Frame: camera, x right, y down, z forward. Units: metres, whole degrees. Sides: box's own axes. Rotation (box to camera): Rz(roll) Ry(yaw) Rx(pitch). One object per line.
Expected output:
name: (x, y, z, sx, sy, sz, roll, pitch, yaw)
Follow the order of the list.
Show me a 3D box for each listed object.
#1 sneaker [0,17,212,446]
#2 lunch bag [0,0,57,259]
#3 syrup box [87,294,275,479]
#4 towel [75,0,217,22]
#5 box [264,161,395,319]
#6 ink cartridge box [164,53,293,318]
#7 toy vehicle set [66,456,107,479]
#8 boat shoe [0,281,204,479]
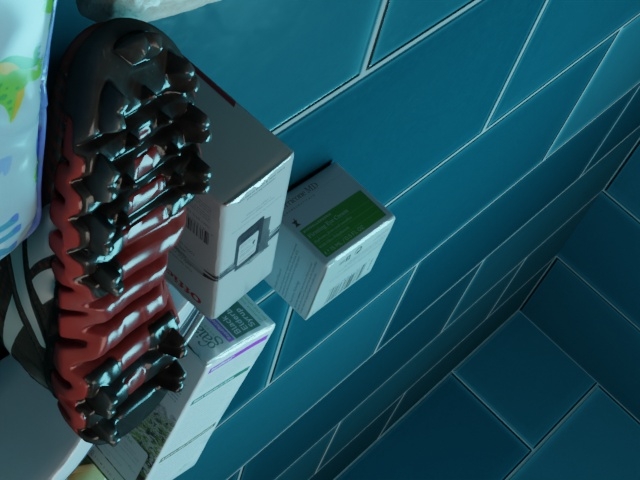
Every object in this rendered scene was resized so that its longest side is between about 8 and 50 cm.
sneaker: (-0.139, -0.009, 0.558, 0.097, 0.135, 0.276, -37, 150, -42)
lunch bag: (-0.196, -0.047, 0.388, 0.176, 0.090, 0.219, -28, 155, -39)
syrup box: (-0.141, 0.136, 0.932, 0.096, 0.093, 0.237, -26, 154, -48)
towel: (0.000, -0.225, 0.520, 0.282, 0.049, 0.187, -30, 156, -40)
box: (0.000, 0.000, 0.969, 0.101, 0.087, 0.102, -35, 159, -33)
ink cartridge box: (-0.083, -0.031, 0.656, 0.063, 0.109, 0.150, -40, 163, -27)
toy vehicle set: (-0.244, 0.304, 1.061, 0.267, 0.035, 0.166, 29, 80, -73)
boat shoe: (-0.188, 0.110, 0.759, 0.301, 0.108, 0.102, -51, 163, -8)
